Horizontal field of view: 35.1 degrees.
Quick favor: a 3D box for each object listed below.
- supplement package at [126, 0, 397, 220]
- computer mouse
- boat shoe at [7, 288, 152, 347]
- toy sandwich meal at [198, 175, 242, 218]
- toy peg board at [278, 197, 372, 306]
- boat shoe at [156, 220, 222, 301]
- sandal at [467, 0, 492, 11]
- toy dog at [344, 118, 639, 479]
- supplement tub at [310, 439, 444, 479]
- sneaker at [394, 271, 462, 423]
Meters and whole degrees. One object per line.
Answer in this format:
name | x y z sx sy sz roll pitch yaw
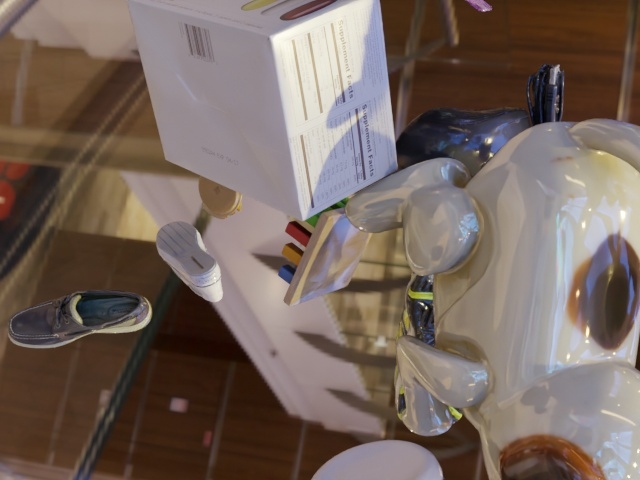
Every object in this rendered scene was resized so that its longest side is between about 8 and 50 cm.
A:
supplement package | -0.064 -0.172 1.103 0.145 0.262 0.204 -29 126 -32
computer mouse | 0.217 -0.119 1.303 0.272 0.072 0.188 -14 121 -28
boat shoe | -0.376 0.112 1.565 0.073 0.223 0.080 93 -12 -63
toy sandwich meal | -0.138 -0.071 1.432 0.029 0.085 0.086 -21 118 -55
toy peg board | 0.000 0.000 1.552 0.161 0.079 0.161 -15 136 -53
boat shoe | -0.240 0.043 1.838 0.226 0.083 0.076 -131 -157 -55
sandal | 0.148 -0.261 0.916 0.169 0.416 0.102 -2 106 -38
toy dog | 0.255 0.108 1.063 0.284 0.395 0.408 7 66 -42
supplement tub | 0.076 0.326 1.051 0.144 0.144 0.200 -53 130 -64
sneaker | 0.178 0.100 1.544 0.147 0.145 0.385 -104 -153 -62
